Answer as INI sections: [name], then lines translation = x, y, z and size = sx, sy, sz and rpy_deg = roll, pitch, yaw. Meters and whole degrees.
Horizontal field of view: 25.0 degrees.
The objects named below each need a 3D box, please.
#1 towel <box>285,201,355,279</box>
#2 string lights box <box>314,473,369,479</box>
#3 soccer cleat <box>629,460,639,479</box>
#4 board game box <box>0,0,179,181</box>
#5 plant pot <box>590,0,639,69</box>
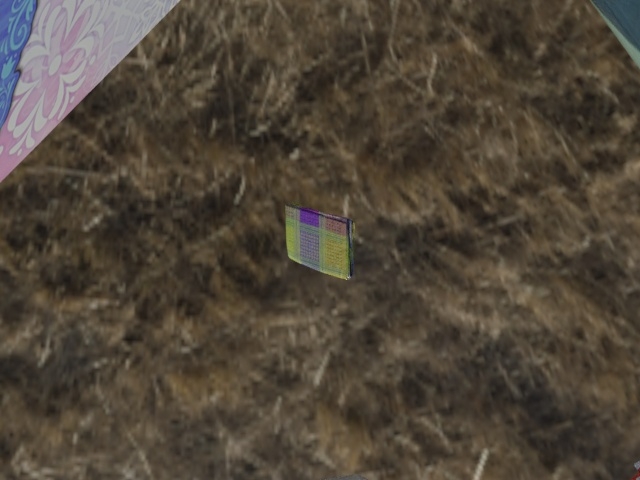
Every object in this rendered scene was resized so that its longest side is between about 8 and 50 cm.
[towel]
translation = 0.000, 0.000, 1.330
size = 0.009, 0.083, 0.060
rpy_deg = -20, 116, -43
[string lights box]
translation = 0.051, 0.224, 0.823
size = 0.133, 0.259, 0.077
rpy_deg = -1, 106, -41
[soccer cleat]
translation = 0.112, 0.075, 0.425
size = 0.083, 0.035, 0.029
rpy_deg = -46, 130, -6
[board game box]
translation = -0.029, -0.189, 0.302
size = 0.065, 0.318, 0.319
rpy_deg = 27, 138, 9
[plant pot]
translation = 0.255, -0.223, 0.790
size = 0.341, 0.341, 0.334
rpy_deg = -30, 91, 14
